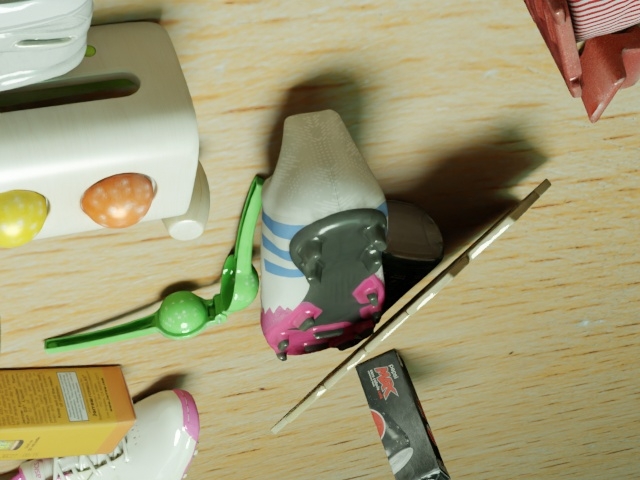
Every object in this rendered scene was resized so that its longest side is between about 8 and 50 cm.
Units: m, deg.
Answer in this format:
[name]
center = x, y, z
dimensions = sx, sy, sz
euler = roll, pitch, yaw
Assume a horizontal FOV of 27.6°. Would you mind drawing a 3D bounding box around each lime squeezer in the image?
[lime squeezer]
center = -0.131, 0.055, 1.280
dimensions = 0.310, 0.059, 0.110
euler = -35, 149, 26

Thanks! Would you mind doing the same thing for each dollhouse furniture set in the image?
[dollhouse furniture set]
center = 0.273, -0.178, 1.036
dimensions = 0.201, 0.152, 0.374
euler = -25, 151, 8

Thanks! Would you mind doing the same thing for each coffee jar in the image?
[coffee jar]
center = 0.040, 0.039, 1.338
dimensions = 0.096, 0.079, 0.184
euler = 7, 142, -32

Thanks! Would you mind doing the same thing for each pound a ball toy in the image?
[pound a ball toy]
center = -0.218, -0.037, 0.978
dimensions = 0.319, 0.136, 0.208
euler = -9, 150, -19

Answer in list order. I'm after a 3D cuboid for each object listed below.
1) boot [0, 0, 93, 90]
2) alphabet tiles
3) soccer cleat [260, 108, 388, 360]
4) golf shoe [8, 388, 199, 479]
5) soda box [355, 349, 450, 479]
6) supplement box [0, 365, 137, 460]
[boot]
center = -0.271, -0.131, 0.827
dimensions = 0.258, 0.095, 0.123
euler = -7, 155, -14
[alphabet tiles]
center = 0.091, 0.066, 1.317
dimensions = 0.342, 0.011, 0.285
euler = -44, 175, 26
[soccer cleat]
center = 0.000, 0.000, 1.188
dimensions = 0.116, 0.143, 0.331
euler = -10, 157, -11
[golf shoe]
center = -0.260, 0.267, 1.510
dimensions = 0.140, 0.115, 0.306
euler = 14, 135, -42
[soda box]
center = 0.100, 0.224, 1.606
dimensions = 0.060, 0.169, 0.053
euler = -25, 151, 7
[supplement box]
center = -0.316, 0.181, 1.358
dimensions = 0.233, 0.080, 0.078
euler = 1, 144, -37
